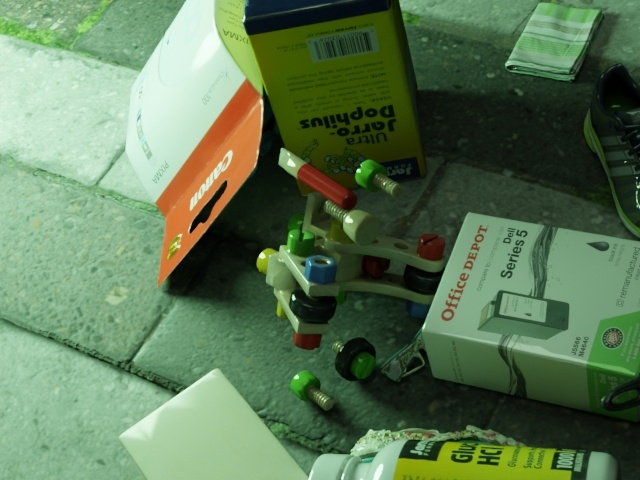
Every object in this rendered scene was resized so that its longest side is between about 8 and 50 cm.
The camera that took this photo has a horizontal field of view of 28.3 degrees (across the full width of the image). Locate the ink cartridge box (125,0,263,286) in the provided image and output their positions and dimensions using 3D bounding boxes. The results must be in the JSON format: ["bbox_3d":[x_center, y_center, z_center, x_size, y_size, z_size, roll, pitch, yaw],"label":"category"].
[{"bbox_3d":[-0.191,-0.172,1.833,0.091,0.308,0.385,21,46,-23],"label":"ink cartridge box"}]

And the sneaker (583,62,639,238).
[{"bbox_3d":[0.433,-0.117,1.718,0.111,0.121,0.300,-21,50,-1],"label":"sneaker"}]

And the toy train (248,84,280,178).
[{"bbox_3d":[-0.113,-0.176,1.928,0.080,0.105,0.184,19,59,28],"label":"toy train"}]

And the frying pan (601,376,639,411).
[{"bbox_3d":[0.490,0.156,1.484,0.326,0.053,0.197,-41,93,-13],"label":"frying pan"}]

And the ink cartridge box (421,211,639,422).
[{"bbox_3d":[0.288,0.092,1.595,0.273,0.114,0.198,10,56,22],"label":"ink cartridge box"}]

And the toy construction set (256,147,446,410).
[{"bbox_3d":[0.000,0.000,1.647,0.257,0.308,0.237,-34,46,-23],"label":"toy construction set"}]

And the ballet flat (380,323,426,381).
[{"bbox_3d":[0.128,0.142,1.656,0.041,0.041,0.114,33,67,34],"label":"ballet flat"}]

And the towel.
[{"bbox_3d":[0.362,-0.311,1.959,0.113,0.023,0.152,14,57,24],"label":"towel"}]

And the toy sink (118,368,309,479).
[{"bbox_3d":[-0.110,0.298,1.531,0.153,0.131,0.234,-35,47,-13],"label":"toy sink"}]

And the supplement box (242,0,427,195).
[{"bbox_3d":[0.025,-0.258,1.790,0.195,0.356,0.194,-9,50,8],"label":"supplement box"}]

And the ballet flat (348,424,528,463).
[{"bbox_3d":[0.152,0.254,1.529,0.241,0.091,0.077,0,29,11],"label":"ballet flat"}]

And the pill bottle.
[{"bbox_3d":[0.158,0.317,1.403,0.334,0.188,0.188,1,53,16],"label":"pill bottle"}]
